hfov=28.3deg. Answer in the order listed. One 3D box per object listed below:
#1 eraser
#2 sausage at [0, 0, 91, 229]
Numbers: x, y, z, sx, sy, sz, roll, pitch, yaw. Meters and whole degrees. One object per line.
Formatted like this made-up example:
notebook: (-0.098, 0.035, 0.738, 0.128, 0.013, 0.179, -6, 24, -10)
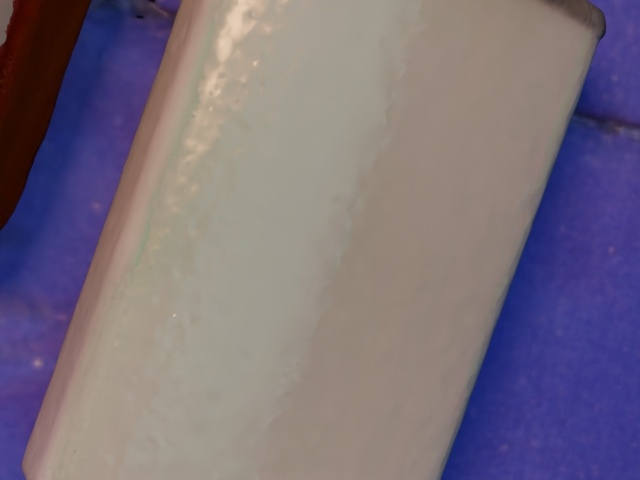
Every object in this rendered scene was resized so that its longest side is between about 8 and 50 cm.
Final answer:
eraser: (0.000, 0.000, 0.579, 0.189, 0.104, 0.290, 19, 92, -26)
sausage: (-0.128, -0.128, 0.513, 0.089, 0.083, 0.300, 26, 97, 17)
